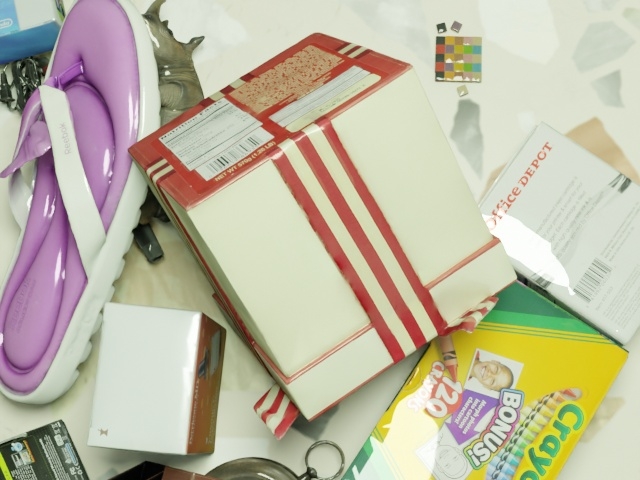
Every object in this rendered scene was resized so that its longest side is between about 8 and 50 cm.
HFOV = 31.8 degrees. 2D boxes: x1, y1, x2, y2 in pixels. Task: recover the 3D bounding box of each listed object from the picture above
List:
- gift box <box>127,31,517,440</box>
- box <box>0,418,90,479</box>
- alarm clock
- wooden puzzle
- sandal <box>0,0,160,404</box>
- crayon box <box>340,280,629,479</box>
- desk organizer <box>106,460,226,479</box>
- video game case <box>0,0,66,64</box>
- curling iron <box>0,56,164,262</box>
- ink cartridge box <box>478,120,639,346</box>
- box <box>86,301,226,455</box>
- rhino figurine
[{"bbox_3d":[0.000,0.000,0.990,0.255,0.276,0.258,-31,117,-5],"label":"gift box"},{"bbox_3d":[-0.289,0.286,1.053,0.184,0.045,0.191,-19,77,-40],"label":"box"},{"bbox_3d":[-0.054,0.263,1.091,0.192,0.064,0.129,-40,80,-8],"label":"alarm clock"},{"bbox_3d":[0.146,-0.192,1.188,0.049,0.006,0.083,2,80,3],"label":"wooden puzzle"},{"bbox_3d":[-0.253,-0.043,1.075,0.169,0.102,0.417,12,92,37],"label":"sandal"},{"bbox_3d":[0.148,0.181,1.066,0.165,0.081,0.278,33,75,7],"label":"crayon box"},{"bbox_3d":[-0.151,0.240,1.069,0.130,0.047,0.050,1,72,45],"label":"desk organizer"},{"bbox_3d":[-0.420,-0.289,1.190,0.269,0.061,0.244,-15,71,0],"label":"video game case"},{"bbox_3d":[-0.246,-0.087,1.175,0.068,0.035,0.274,-39,80,0],"label":"curling iron"},{"bbox_3d":[0.253,-0.004,1.111,0.190,0.082,0.140,35,83,10],"label":"ink cartridge box"},{"bbox_3d":[-0.149,0.134,1.061,0.091,0.170,0.130,5,81,4],"label":"box"},{"bbox_3d":[-0.159,-0.133,1.151,0.073,0.106,0.243,-14,75,42],"label":"rhino figurine"}]
